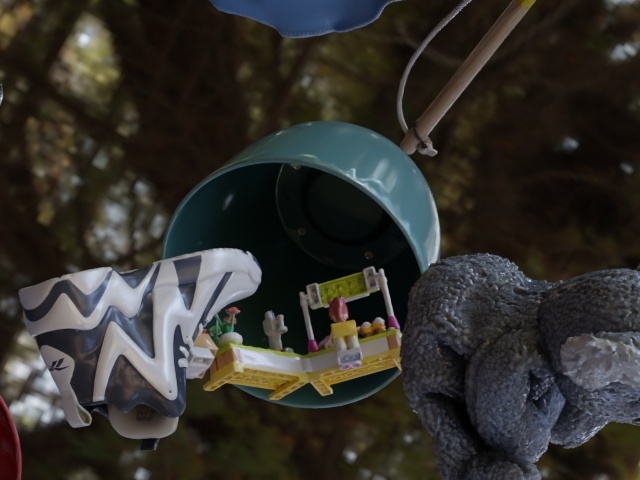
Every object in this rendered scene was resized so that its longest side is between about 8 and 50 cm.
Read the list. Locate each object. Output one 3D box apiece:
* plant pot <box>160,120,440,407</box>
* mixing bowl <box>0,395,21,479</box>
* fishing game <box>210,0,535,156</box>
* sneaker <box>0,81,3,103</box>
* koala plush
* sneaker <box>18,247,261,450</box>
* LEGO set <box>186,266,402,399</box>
[{"bbox_3d":[0.000,0.000,1.929,0.293,0.293,0.235,-43,-172,29],"label":"plant pot"},{"bbox_3d":[-0.290,0.135,1.144,0.181,0.181,0.098,-58,-161,4],"label":"mixing bowl"},{"bbox_3d":[-0.009,-0.175,0.700,0.041,0.264,0.189,-33,162,-48],"label":"fishing game"},{"bbox_3d":[-0.367,-0.086,1.392,0.237,0.086,0.085,-17,-135,-10],"label":"sneaker"},{"bbox_3d":[0.192,0.084,1.340,0.221,0.203,0.196,-23,-170,44],"label":"koala plush"},{"bbox_3d":[-0.133,0.094,1.456,0.094,0.235,0.153,-14,-94,39],"label":"sneaker"},{"bbox_3d":[-0.022,0.076,1.637,0.132,0.287,0.107,105,-24,-62],"label":"LEGO set"}]
